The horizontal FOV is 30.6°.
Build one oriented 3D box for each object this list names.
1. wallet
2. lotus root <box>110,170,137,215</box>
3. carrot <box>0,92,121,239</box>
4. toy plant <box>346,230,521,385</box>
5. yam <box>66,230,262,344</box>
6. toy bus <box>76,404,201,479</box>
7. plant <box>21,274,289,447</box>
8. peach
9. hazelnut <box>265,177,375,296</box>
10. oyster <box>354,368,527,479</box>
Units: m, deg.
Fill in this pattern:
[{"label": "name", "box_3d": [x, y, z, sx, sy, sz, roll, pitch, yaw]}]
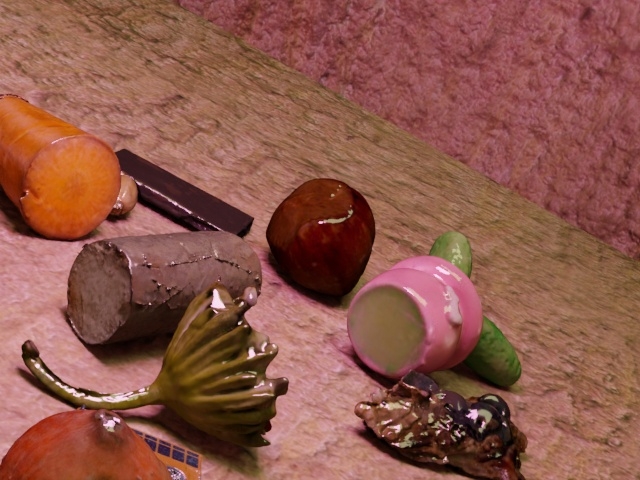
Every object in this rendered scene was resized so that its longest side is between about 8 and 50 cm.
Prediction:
[{"label": "wallet", "box_3d": [-0.284, -0.087, 2.288, 0.309, 0.042, 0.165, 29, 19, 3]}, {"label": "lotus root", "box_3d": [-0.372, -0.083, 2.147, 0.073, 0.062, 0.150, 14, 26, -11]}, {"label": "carrot", "box_3d": [-0.490, -0.131, 2.019, 0.196, 0.196, 0.254, 3, 20, -46]}, {"label": "toy plant", "box_3d": [0.212, 0.154, 2.123, 0.356, 0.210, 0.317, -9, 74, -63]}, {"label": "yam", "box_3d": [-0.241, 0.068, 1.809, 0.168, 0.168, 0.304, 38, 23, 27]}, {"label": "toy bus", "box_3d": [-0.241, 0.278, 1.421, 0.182, 0.091, 0.103, 24, 19, -13]}, {"label": "plant", "box_3d": [-0.213, 0.207, 1.641, 0.180, 0.333, 0.251, 94, -25, -74]}, {"label": "peach", "box_3d": [-0.243, 0.275, 1.242, 0.232, 0.232, 0.232, 23, 21, -10]}, {"label": "hazelnut", "box_3d": [0.000, 0.000, 2.243, 0.218, 0.218, 0.234, 24, 40, -6]}, {"label": "oyster", "box_3d": [0.201, 0.284, 1.934, 0.361, 0.096, 0.221, 20, 15, -24]}]
